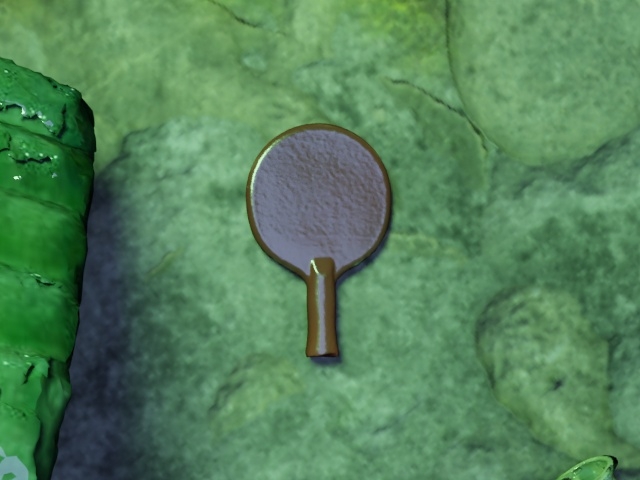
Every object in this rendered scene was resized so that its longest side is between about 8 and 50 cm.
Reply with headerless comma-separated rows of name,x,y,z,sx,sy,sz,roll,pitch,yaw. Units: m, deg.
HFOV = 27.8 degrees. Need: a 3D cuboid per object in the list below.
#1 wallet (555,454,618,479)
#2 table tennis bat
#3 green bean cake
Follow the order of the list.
wallet,0.191,0.334,0.867,0.223,0.077,0.309,-34,96,-12
table tennis bat,0.000,0.000,0.848,0.098,0.019,0.155,-1,89,-12
green bean cake,-0.254,0.073,0.688,0.169,0.300,0.308,20,129,-24
